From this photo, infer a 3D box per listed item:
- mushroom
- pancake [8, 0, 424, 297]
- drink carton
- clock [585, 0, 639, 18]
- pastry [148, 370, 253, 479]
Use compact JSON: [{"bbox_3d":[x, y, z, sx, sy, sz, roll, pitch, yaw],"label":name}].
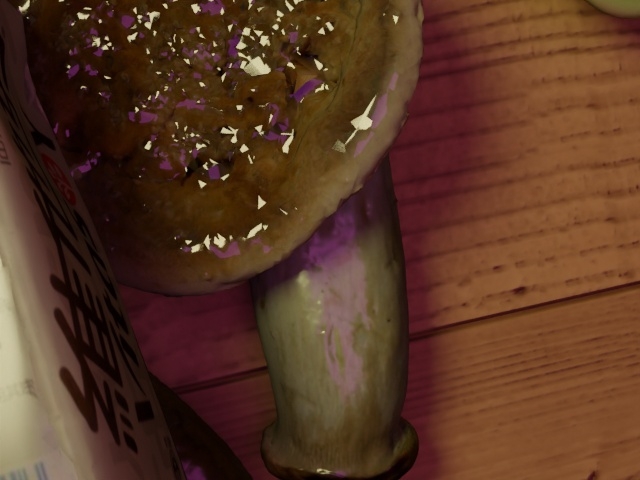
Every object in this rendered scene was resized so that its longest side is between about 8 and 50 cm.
[{"bbox_3d":[0.000,0.000,0.702,0.100,0.081,0.312,-6,92,-13],"label":"mushroom"},{"bbox_3d":[-0.075,-0.109,0.655,0.282,0.049,0.282,-2,82,13],"label":"pancake"},{"bbox_3d":[-0.172,0.024,0.538,0.132,0.194,0.325,-21,82,-1],"label":"drink carton"},{"bbox_3d":[0.228,-0.298,0.674,0.308,0.096,0.235,-36,93,16],"label":"clock"},{"bbox_3d":[-0.130,0.165,0.671,0.192,0.093,0.182,34,85,-4],"label":"pastry"}]
